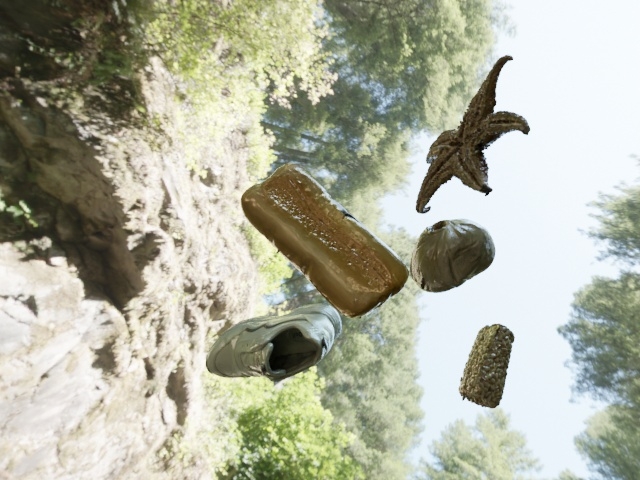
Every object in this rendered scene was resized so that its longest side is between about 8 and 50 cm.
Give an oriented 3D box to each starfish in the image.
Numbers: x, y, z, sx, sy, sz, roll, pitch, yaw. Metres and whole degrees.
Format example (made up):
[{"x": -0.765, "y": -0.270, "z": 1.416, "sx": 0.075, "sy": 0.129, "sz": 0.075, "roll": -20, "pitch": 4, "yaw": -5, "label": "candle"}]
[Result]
[{"x": 0.206, "y": -0.136, "z": 0.559, "sx": 0.043, "sy": 0.227, "sz": 0.241, "roll": 16, "pitch": -73, "yaw": -16, "label": "starfish"}]

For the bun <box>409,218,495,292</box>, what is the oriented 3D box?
[{"x": 0.242, "y": 0.017, "z": 0.769, "sx": 0.166, "sy": 0.173, "sz": 0.114, "roll": -24, "pitch": -79, "yaw": 21, "label": "bun"}]

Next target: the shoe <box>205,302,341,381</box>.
[{"x": -0.121, "y": 0.246, "z": 0.908, "sx": 0.341, "sy": 0.210, "sz": 0.132, "roll": -19, "pitch": -87, "yaw": 7, "label": "shoe"}]

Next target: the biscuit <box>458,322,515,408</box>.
[{"x": 0.335, "y": 0.246, "z": 0.797, "sx": 0.070, "sy": 0.169, "sz": 0.082, "roll": 36, "pitch": -28, "yaw": -11, "label": "biscuit"}]

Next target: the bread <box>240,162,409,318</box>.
[{"x": 0.000, "y": 0.000, "z": 0.670, "sx": 0.142, "sy": 0.091, "sz": 0.305, "roll": -39, "pitch": -109, "yaw": -18, "label": "bread"}]
